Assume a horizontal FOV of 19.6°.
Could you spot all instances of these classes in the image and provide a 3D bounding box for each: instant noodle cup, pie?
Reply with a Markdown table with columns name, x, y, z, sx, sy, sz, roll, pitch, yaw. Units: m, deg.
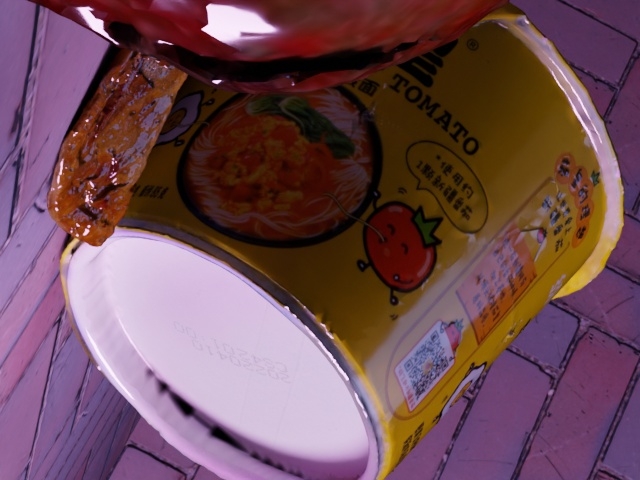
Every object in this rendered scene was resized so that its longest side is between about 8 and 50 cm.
| name | x | y | z | sx | sy | sz | roll | pitch | yaw |
| --- | --- | --- | --- | --- | --- | --- | --- | --- | --- |
| instant noodle cup | 0.000 | 0.000 | 1.213 | 0.254 | 0.325 | 0.325 | -50 | 173 | -32 |
| pie | -0.102 | -0.080 | 0.999 | 0.191 | 0.033 | 0.088 | -61 | 164 | 13 |

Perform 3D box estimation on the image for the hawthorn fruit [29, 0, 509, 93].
| name | x | y | z | sx | sy | sz | roll | pitch | yaw |
| --- | --- | --- | --- | --- | --- | --- | --- | --- | --- |
| hawthorn fruit | -0.010 | -0.151 | 0.377 | 0.181 | 0.181 | 0.235 | -59 | 164 | -70 |
